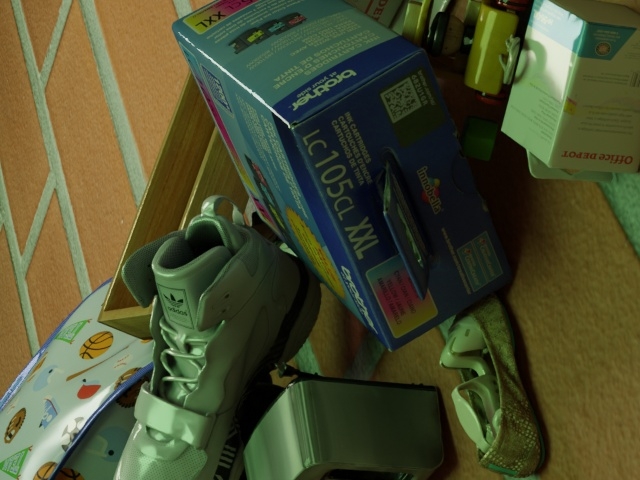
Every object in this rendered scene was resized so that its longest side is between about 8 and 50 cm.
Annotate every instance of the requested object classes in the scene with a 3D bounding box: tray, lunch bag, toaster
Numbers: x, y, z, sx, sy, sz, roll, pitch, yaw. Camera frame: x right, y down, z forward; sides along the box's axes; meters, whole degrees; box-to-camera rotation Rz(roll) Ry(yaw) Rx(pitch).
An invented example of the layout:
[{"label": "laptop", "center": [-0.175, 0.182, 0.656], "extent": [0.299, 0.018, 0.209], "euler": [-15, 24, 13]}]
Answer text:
[{"label": "tray", "center": [-0.141, -0.084, 2.027], "extent": [0.203, 0.076, 0.410], "euler": [-12, 56, 64]}, {"label": "lunch bag", "center": [-0.261, 0.236, 2.188], "extent": [0.385, 0.239, 0.328], "euler": [-57, 27, 0]}, {"label": "toaster", "center": [0.016, 0.217, 1.678], "extent": [0.168, 0.186, 0.110], "euler": [123, 146, -45]}]

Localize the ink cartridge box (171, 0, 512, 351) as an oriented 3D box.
[{"label": "ink cartridge box", "center": [0.028, -0.079, 1.593], "extent": [0.395, 0.151, 0.270], "euler": [41, 159, 57]}]

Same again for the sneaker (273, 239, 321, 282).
[{"label": "sneaker", "center": [0.000, 0.000, 1.894], "extent": [0.178, 0.072, 0.077], "euler": [-7, 58, 66]}]

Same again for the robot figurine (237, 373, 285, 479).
[{"label": "robot figurine", "center": [-0.084, 0.270, 1.903], "extent": [0.173, 0.209, 0.278], "euler": [43, 139, 5]}]

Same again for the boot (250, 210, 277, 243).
[{"label": "boot", "center": [-0.066, 0.018, 2.016], "extent": [0.118, 0.042, 0.087], "euler": [-100, 2, -71]}]

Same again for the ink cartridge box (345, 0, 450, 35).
[{"label": "ink cartridge box", "center": [0.020, -0.336, 1.805], "extent": [0.207, 0.119, 0.353], "euler": [117, 146, -40]}]

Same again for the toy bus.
[{"label": "toy bus", "center": [0.128, -0.191, 1.508], "extent": [0.202, 0.104, 0.191], "euler": [95, -171, -63]}]

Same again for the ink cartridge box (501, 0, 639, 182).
[{"label": "ink cartridge box", "center": [0.220, -0.123, 1.393], "extent": [0.090, 0.092, 0.143], "euler": [-132, 51, -57]}]

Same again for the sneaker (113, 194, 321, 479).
[{"label": "sneaker", "center": [-0.145, 0.130, 1.722], "extent": [0.137, 0.210, 0.365], "euler": [17, 68, 34]}]

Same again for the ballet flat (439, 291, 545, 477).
[{"label": "ballet flat", "center": [0.150, 0.124, 1.540], "extent": [0.073, 0.067, 0.206], "euler": [120, 144, -44]}]
